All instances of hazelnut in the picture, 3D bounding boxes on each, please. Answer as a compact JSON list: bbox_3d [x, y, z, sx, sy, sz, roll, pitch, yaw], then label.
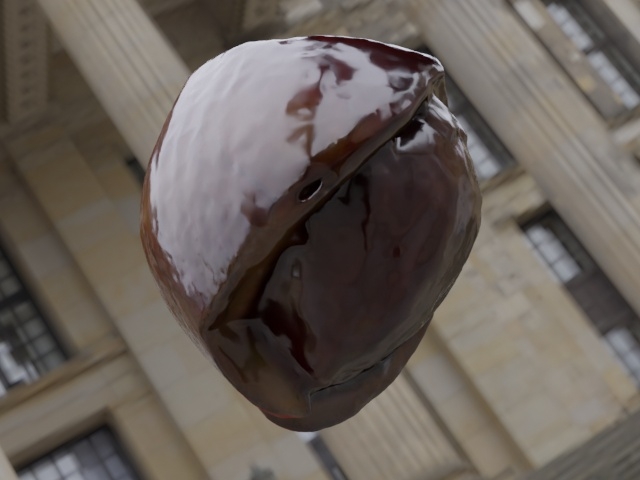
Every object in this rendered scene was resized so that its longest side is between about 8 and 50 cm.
[{"bbox_3d":[0.005,-0.006,0.733,0.170,0.160,0.202,-42,-47,-3],"label":"hazelnut"}]
